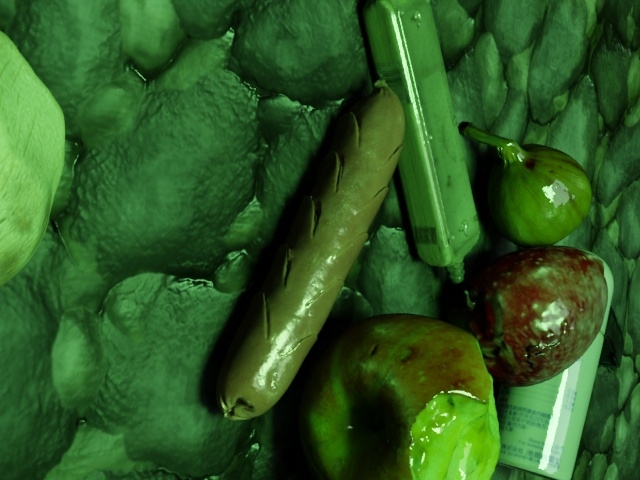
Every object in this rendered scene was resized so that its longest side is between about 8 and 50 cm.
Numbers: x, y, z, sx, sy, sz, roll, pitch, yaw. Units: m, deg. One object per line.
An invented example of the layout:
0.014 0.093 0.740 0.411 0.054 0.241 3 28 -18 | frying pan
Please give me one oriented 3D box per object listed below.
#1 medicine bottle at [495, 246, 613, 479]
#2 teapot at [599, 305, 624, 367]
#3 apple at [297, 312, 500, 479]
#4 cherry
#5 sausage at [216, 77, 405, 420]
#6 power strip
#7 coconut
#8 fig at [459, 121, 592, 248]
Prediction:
0.343 0.174 1.405 0.130 0.130 0.341 28 73 -46 | medicine bottle
0.444 0.132 1.548 0.177 0.087 0.096 55 51 -36 | teapot
0.105 0.199 1.056 0.226 0.246 0.246 5 91 -49 | apple
0.291 0.088 1.278 0.250 0.175 0.192 -30 149 -23 | cherry
0.002 0.001 1.041 0.088 0.088 0.433 44 62 -41 | sausage
0.130 -0.121 1.189 0.092 0.066 0.387 -34 116 -42 | power strip
-0.279 -0.042 0.641 0.224 0.224 0.224 -7 100 -47 | coconut
0.294 -0.083 1.311 0.142 0.148 0.186 -24 138 0 | fig
